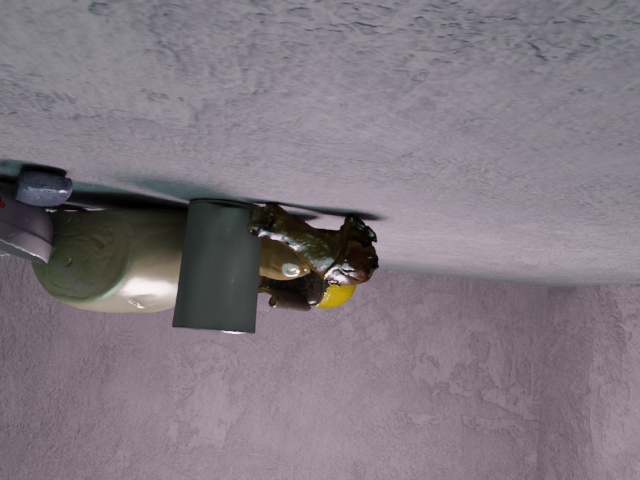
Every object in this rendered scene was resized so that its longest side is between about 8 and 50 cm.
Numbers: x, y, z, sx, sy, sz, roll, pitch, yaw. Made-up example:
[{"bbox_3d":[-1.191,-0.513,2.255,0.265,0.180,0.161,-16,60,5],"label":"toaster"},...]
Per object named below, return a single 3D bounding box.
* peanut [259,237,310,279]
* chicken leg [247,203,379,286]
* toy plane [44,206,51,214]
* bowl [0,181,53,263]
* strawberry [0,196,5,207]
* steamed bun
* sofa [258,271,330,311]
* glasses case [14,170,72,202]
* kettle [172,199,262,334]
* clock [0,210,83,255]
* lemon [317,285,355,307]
[{"bbox_3d":[-0.147,0.018,1.936,0.192,0.170,0.387,5,180,-44],"label":"peanut"},{"bbox_3d":[0.015,0.002,1.689,0.211,0.140,0.361,-38,131,21],"label":"chicken leg"},{"bbox_3d":[-0.844,-0.088,2.026,0.192,0.088,0.262,13,-177,-18],"label":"toy plane"},{"bbox_3d":[-0.785,-0.058,1.701,0.286,0.144,0.287,18,167,4],"label":"bowl"},{"bbox_3d":[-0.777,-0.111,1.346,0.253,0.150,0.280,-14,178,-15],"label":"strawberry"},{"bbox_3d":[-0.552,0.059,1.904,0.455,0.290,0.371,-1,178,38],"label":"steamed bun"},{"bbox_3d":[-0.084,0.098,2.267,0.182,0.258,0.200,19,-176,43],"label":"sofa"},{"bbox_3d":[-0.617,-0.113,1.534,0.109,0.067,0.282,5,174,-25],"label":"glasses case"},{"bbox_3d":[-0.241,0.073,1.747,0.205,0.318,0.265,0,172,22],"label":"kettle"},{"bbox_3d":[-0.868,-0.025,2.169,0.290,0.080,0.275,-17,-168,-36],"label":"clock"},{"bbox_3d":[0.021,0.154,2.798,0.267,0.267,0.267,6,175,1],"label":"lemon"}]
